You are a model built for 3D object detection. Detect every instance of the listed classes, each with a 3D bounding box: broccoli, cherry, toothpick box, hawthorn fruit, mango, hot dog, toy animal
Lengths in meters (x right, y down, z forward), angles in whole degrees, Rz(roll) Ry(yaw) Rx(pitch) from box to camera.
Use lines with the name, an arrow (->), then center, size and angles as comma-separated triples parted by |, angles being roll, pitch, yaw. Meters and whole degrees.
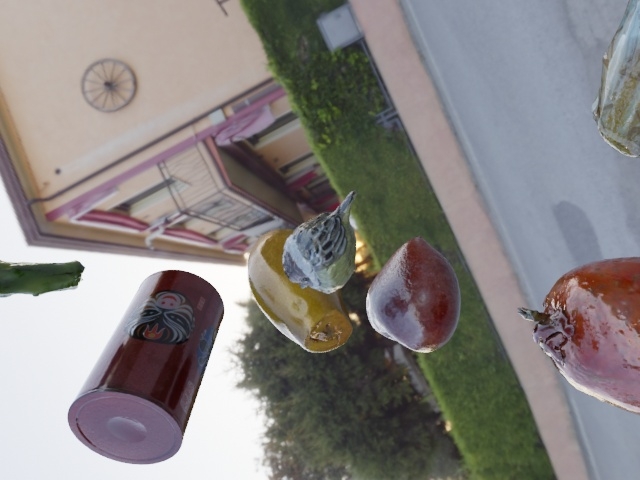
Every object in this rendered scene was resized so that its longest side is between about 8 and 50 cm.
broccoli -> -0.586, 0.074, 0.887 | 0.274, 0.198, 0.177 | -18, -63, -58
cherry -> 0.223, 0.130, 1.154 | 0.206, 0.239, 0.239 | 38, -171, -5
toothpick box -> -0.324, 0.235, 1.001 | 0.204, 0.204, 0.333 | 60, -160, -28
hawthorn fruit -> 0.491, 0.150, 0.864 | 0.276, 0.307, 0.276 | 11, -90, -79
mango -> -0.041, 0.070, 0.879 | 0.187, 0.144, 0.359 | 39, -174, -13
hot dog -> 0.481, -0.239, 0.709 | 0.162, 0.081, 0.271 | 41, 149, 40
toy animal -> 0.000, 0.000, 0.646 | 0.098, 0.098, 0.137 | -93, 10, -76
